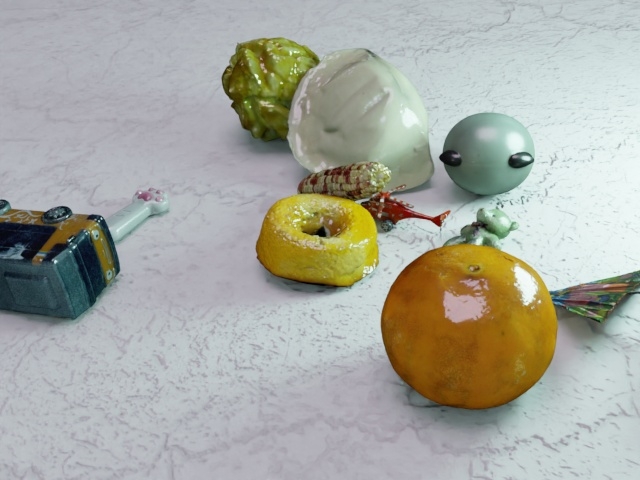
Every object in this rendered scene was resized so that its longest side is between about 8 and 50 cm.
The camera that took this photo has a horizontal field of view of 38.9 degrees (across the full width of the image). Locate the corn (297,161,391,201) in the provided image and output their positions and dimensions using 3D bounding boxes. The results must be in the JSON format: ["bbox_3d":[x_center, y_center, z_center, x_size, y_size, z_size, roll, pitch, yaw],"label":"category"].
[{"bbox_3d":[0.046,-0.115,1.901,0.086,0.086,0.253,-36,17,-36],"label":"corn"}]

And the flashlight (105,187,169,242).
[{"bbox_3d":[-0.419,-0.058,2.005,0.093,0.047,0.200,17,40,30],"label":"flashlight"}]

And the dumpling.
[{"bbox_3d":[0.077,-0.272,2.053,0.315,0.233,0.395,-19,70,-7],"label":"dumpling"}]

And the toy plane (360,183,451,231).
[{"bbox_3d":[0.175,-0.063,1.889,0.194,0.077,0.126,3,37,10],"label":"toy plane"}]

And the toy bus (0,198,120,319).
[{"bbox_3d":[-0.585,0.037,1.798,0.323,0.162,0.194,5,37,20],"label":"toy bus"}]

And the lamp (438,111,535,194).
[{"bbox_3d":[0.365,-0.192,1.967,0.197,0.198,0.244,3,12,14],"label":"lamp"}]

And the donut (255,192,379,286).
[{"bbox_3d":[-0.003,-0.001,1.804,0.253,0.118,0.253,8,33,-5],"label":"donut"}]

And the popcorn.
[{"bbox_3d":[-0.112,-0.374,2.241,0.247,0.282,0.282,-15,35,-8],"label":"popcorn"}]

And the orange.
[{"bbox_3d":[0.240,0.133,1.460,0.284,0.226,0.284,-2,41,2],"label":"orange"}]

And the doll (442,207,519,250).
[{"bbox_3d":[0.315,-0.014,1.800,0.150,0.077,0.115,-36,32,-19],"label":"doll"}]

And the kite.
[{"bbox_3d":[0.489,0.095,1.607,0.234,0.016,0.321,-6,9,37],"label":"kite"}]
